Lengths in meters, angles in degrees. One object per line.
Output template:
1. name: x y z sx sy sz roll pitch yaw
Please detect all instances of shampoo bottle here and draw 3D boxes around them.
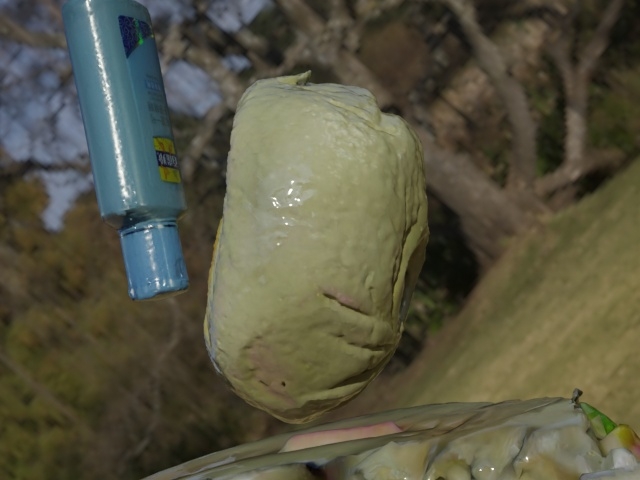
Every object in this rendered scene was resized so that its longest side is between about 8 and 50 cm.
1. shampoo bottle: -0.159 -0.076 1.298 0.061 0.259 0.104 -15 -8 21

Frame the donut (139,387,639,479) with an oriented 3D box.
1. donut: -0.042 0.176 0.658 0.371 0.150 0.307 -16 0 -15

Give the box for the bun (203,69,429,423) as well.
1. bun: 0.000 0.000 1.062 0.244 0.153 0.244 -170 90 -84
